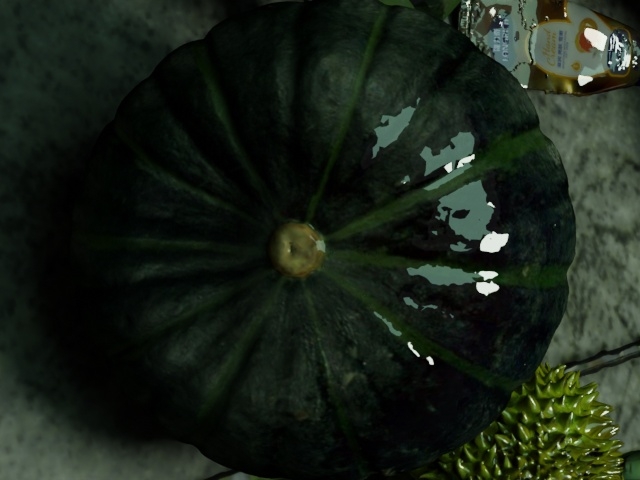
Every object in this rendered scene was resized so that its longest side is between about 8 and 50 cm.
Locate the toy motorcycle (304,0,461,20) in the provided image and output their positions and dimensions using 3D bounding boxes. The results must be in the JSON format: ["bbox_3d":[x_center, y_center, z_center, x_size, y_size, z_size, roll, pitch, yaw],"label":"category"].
[{"bbox_3d":[0.018,-0.172,1.071,0.275,0.127,0.205,47,53,-9],"label":"toy motorcycle"}]

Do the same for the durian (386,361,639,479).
[{"bbox_3d":[0.104,0.145,1.021,0.159,0.146,0.198,54,25,-33],"label":"durian"}]

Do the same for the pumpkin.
[{"bbox_3d":[0.000,0.000,0.942,0.250,0.216,0.249,-1,99,-9],"label":"pumpkin"}]

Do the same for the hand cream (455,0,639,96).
[{"bbox_3d":[0.158,-0.123,1.212,0.163,0.039,0.062,3,91,-35],"label":"hand cream"}]
